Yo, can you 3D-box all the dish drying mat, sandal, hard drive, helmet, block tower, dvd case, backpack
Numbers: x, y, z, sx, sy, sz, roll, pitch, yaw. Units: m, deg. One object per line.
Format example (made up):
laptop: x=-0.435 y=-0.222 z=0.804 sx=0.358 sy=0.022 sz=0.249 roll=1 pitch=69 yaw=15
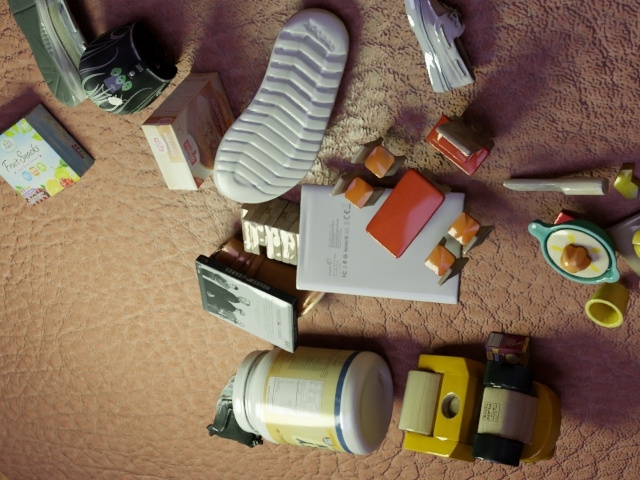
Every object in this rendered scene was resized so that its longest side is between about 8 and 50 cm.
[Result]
dish drying mat: x=0.430 y=-0.018 z=1.592 sx=0.032 sy=0.008 sz=0.083 roll=23 pitch=137 yaw=9
sandal: x=-0.059 y=-0.234 z=1.597 sx=0.169 sy=0.102 sz=0.416 roll=23 pitch=125 yaw=-14
hard drive: x=0.111 y=0.003 z=1.658 sx=0.308 sy=0.040 sz=0.203 roll=4 pitch=94 yaw=16
helmet: x=-0.366 y=-0.312 z=1.646 sx=0.162 sy=0.169 sz=0.169 roll=-27 pitch=115 yaw=23
block tower: x=0.000 y=0.000 z=1.778 sx=0.336 sy=0.091 sz=0.097 roll=14 pitch=135 yaw=17
dvd case: x=-0.156 y=0.136 z=1.901 sx=0.239 sy=0.029 sz=0.179 roll=23 pitch=143 yaw=18
backpack: x=-0.208 y=0.433 z=2.270 sx=0.152 sy=0.115 sz=0.182 roll=11 pitch=134 yaw=3

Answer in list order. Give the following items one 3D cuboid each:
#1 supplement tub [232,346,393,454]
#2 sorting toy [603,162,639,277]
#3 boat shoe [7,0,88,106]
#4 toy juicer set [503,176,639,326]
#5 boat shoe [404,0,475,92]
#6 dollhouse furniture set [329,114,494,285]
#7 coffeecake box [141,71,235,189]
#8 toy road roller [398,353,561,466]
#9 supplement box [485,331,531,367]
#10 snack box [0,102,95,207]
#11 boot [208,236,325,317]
supplement tub: x=-0.016 y=0.355 z=2.012 sx=0.316 sy=0.228 sz=0.228 roll=1 pitch=129 yaw=28
sorting toy: x=0.593 y=-0.014 z=1.484 sx=0.307 sy=0.041 sz=0.229 roll=45 pitch=135 yaw=-15
boat shoe: x=-0.499 y=-0.413 z=1.671 sx=0.118 sy=0.103 sz=0.320 roll=14 pitch=132 yaw=43
toy juicer set: x=0.467 y=0.009 z=1.502 sx=0.329 sy=0.089 sz=0.209 roll=49 pitch=146 yaw=-13
boat shoe: x=0.189 y=-0.335 z=1.389 sx=0.076 sy=0.083 sz=0.226 roll=-9 pitch=137 yaw=20
dollhouse furniture set: x=0.173 y=-0.085 z=1.513 sx=0.262 sy=0.135 sz=0.259 roll=41 pitch=118 yaw=12
coffeecake box: x=-0.235 y=-0.204 z=1.645 sx=0.068 sy=0.185 sz=0.142 roll=3 pitch=130 yaw=26
toy road roller: x=0.349 y=0.365 z=1.845 sx=0.241 sy=0.202 sz=0.330 roll=22 pitch=164 yaw=-38
supplement box: x=0.384 y=0.225 z=1.813 sx=0.083 sy=0.043 sz=0.055 roll=5 pitch=133 yaw=25
snack box: x=-0.627 y=-0.184 z=1.956 sx=0.207 sy=0.070 sz=0.174 roll=-22 pitch=117 yaw=39
boot: x=-0.106 y=0.062 z=1.899 sx=0.220 sy=0.109 sz=0.283 roll=46 pitch=142 yaw=-11
